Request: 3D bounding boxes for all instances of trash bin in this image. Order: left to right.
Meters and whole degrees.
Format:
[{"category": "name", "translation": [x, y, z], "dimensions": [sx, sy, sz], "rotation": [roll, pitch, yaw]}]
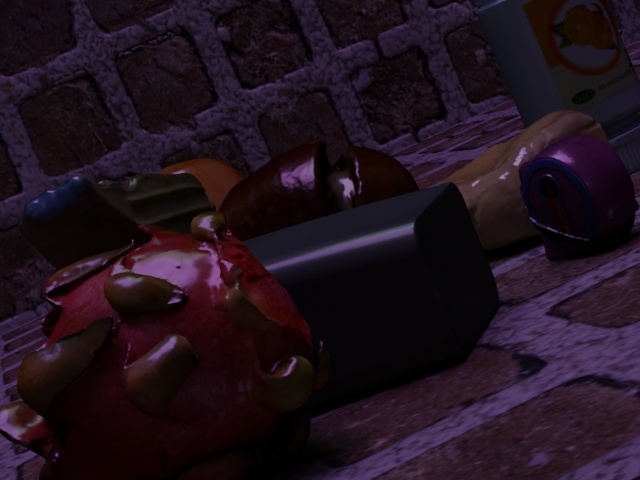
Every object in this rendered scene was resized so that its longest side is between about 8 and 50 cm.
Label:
[{"category": "trash bin", "translation": [-0.025, 0.069, 1.460], "dimensions": [0.343, 0.158, 0.223], "rotation": [-21, 7, 21]}]

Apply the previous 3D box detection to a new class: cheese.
[{"category": "cheese", "translation": [0.229, -0.063, 1.811], "dimensions": [0.226, 0.117, 0.214], "rotation": [-30, 6, -38]}]

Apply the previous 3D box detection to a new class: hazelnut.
[{"category": "hazelnut", "translation": [0.000, 0.000, 1.790], "dimensions": [0.251, 0.217, 0.217], "rotation": [-9, 8, 6]}]

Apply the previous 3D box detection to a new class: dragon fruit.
[{"category": "dragon fruit", "translation": [-0.133, 0.114, 1.270], "dimensions": [0.243, 0.228, 0.307], "rotation": [-19, -15, -22]}]

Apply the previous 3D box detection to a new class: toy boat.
[{"category": "toy boat", "translation": [-0.172, -0.010, 1.405], "dimensions": [0.111, 0.084, 0.276], "rotation": [-34, -8, 14]}]

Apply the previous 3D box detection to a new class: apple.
[{"category": "apple", "translation": [-0.155, -0.012, 1.994], "dimensions": [0.199, 0.199, 0.199], "rotation": [-24, 6, 3]}]

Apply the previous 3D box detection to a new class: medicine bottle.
[{"category": "medicine bottle", "translation": [0.309, -0.230, 1.966], "dimensions": [0.158, 0.318, 0.158], "rotation": [-25, 6, 3]}]

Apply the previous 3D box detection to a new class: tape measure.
[{"category": "tape measure", "translation": [0.257, -0.045, 1.559], "dimensions": [0.074, 0.118, 0.125], "rotation": [-30, 12, -33]}]
